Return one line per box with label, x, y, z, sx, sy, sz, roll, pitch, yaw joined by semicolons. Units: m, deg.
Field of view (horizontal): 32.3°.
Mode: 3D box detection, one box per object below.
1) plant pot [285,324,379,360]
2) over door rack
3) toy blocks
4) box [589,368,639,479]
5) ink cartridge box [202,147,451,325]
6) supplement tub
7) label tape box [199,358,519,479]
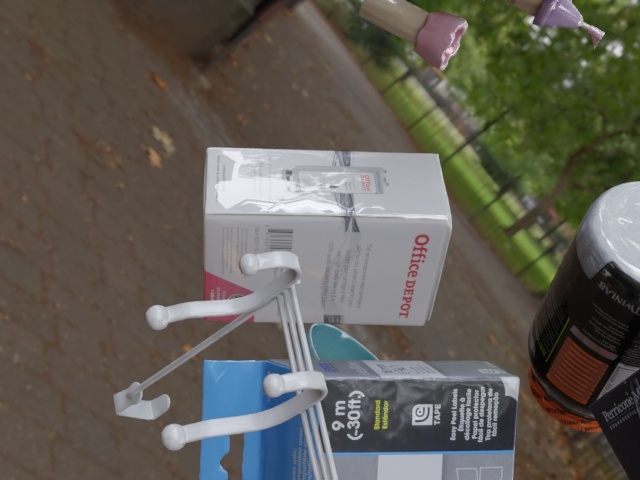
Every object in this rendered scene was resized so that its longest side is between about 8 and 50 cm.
plant pot;0.021;0.306;1.802;0.290;0.195;0.290;42;14;-13
over door rack;-0.105;0.186;0.951;0.108;0.324;0.239;7;57;-33
toy blocks;0.229;-0.355;1.216;0.260;0.309;0.288;30;-16;10
box;0.496;0.221;1.135;0.312;0.179;0.343;64;-30;21
ink cartridge box;0.000;0.000;1.342;0.207;0.283;0.117;97;-7;-49
supplement tub;0.404;0.101;1.486;0.207;0.207;0.338;57;-29;31
label tape box;0.039;0.256;1.212;0.106;0.334;0.240;-153;-115;-77
